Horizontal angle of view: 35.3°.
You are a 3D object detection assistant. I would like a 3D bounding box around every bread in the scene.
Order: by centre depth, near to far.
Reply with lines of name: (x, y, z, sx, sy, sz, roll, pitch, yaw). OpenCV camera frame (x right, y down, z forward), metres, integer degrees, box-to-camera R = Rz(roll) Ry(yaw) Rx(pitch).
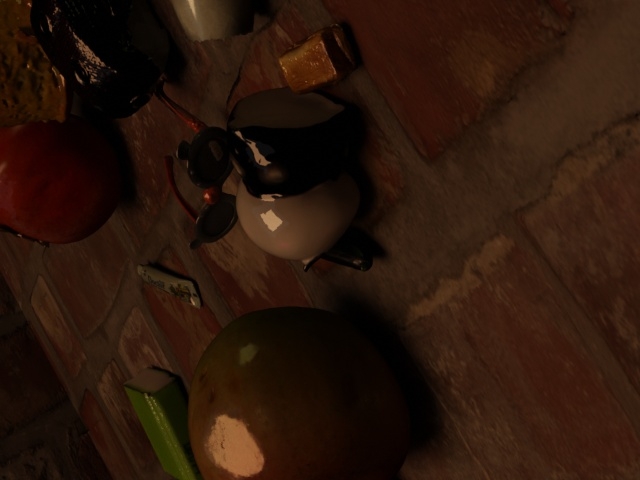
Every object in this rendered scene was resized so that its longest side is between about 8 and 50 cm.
bread: (-0.003, -0.238, 1.334, 0.132, 0.053, 0.074, -14, 105, 62)
bread: (-0.610, -0.374, 1.932, 0.358, 0.204, 0.337, 37, 148, 47)

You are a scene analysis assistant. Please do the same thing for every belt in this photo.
belt: (-0.382, -0.350, 1.747, 0.289, 0.184, 0.164, 57, 140, 12)

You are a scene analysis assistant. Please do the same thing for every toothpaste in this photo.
toothpaste: (-0.337, 0.090, 2.212, 0.255, 0.037, 0.067, 19, 129, 49)

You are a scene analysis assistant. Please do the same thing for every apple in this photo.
apple: (-0.042, 0.266, 1.547, 0.338, 0.338, 0.305, 111, 142, -55)

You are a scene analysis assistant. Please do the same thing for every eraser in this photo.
eraser: (-0.380, 0.469, 2.547, 0.210, 0.092, 0.274, 2, 116, 59)

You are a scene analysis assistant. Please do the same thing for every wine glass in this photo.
wine glass: (-0.163, -0.403, 1.392, 0.126, 0.126, 0.241, 26, 132, 50)

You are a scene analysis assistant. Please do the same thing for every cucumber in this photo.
cucumber: (0.000, 0.000, 1.534, 0.284, 0.056, 0.056, 26, 135, 54)

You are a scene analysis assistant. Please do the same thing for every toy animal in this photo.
toy animal: (-0.040, -0.085, 1.407, 0.187, 0.165, 0.235, 33, 141, 47)

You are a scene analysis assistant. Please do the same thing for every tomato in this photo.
tomato: (-0.596, -0.139, 2.155, 0.325, 0.290, 0.293, 26, 176, -31)

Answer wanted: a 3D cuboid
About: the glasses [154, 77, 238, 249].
glasses: (-0.252, -0.139, 1.781, 0.268, 0.118, 0.234, 38, 145, 40)
